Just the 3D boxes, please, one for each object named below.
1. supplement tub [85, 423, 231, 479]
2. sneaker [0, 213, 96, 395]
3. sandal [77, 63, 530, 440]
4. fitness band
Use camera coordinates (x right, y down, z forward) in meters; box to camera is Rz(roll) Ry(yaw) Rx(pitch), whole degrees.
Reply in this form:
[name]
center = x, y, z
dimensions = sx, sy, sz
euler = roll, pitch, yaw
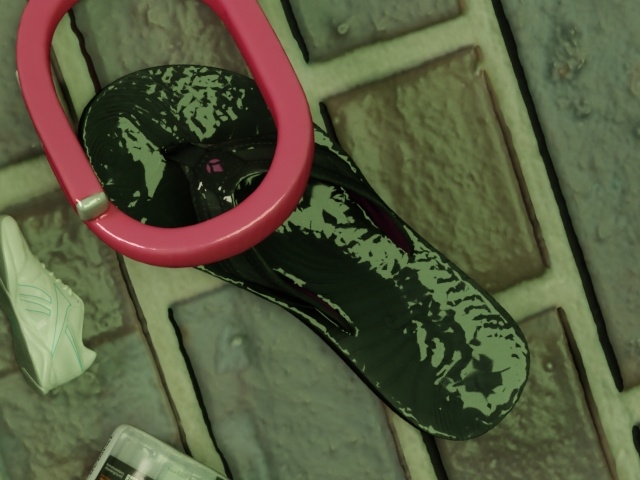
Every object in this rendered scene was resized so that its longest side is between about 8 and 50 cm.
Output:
[supplement tub]
center = -0.159, 0.255, 1.567
dimensions = 0.117, 0.117, 0.190
euler = 32, 82, -14
[sneaker]
center = -0.231, 0.047, 1.583
dimensions = 0.061, 0.054, 0.152
euler = -22, 102, -23
[sandal]
center = 0.002, -0.001, 1.611
dimensions = 0.446, 0.107, 0.167
euler = 36, 79, -11
[fitness band]
center = -0.126, -0.116, 1.546
dimensions = 0.209, 0.054, 0.291
euler = -24, 68, -8
